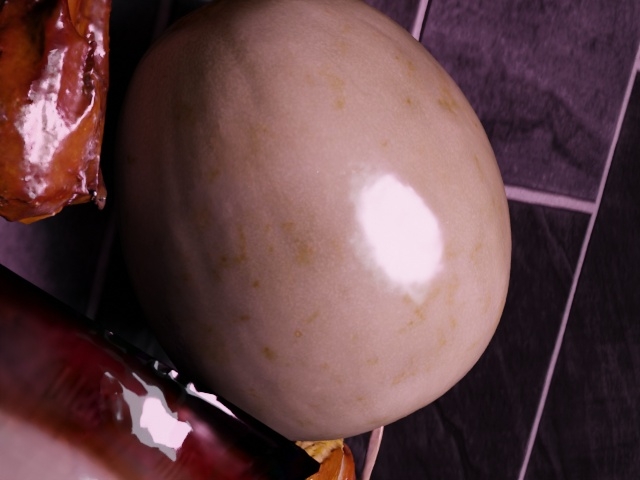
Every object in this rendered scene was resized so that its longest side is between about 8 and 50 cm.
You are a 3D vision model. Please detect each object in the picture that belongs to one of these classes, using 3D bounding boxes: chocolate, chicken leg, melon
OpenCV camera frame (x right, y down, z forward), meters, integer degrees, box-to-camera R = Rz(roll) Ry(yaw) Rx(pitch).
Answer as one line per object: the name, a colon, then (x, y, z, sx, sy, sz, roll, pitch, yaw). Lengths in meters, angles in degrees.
chocolate: (-0.166, 0.123, 0.791, 0.186, 0.283, 0.283, -59, 144, -6)
chicken leg: (-0.147, -0.159, 0.847, 0.113, 0.093, 0.304, 25, 76, -72)
melon: (-0.005, -0.013, 0.947, 0.272, 0.272, 0.308, -52, 146, -26)

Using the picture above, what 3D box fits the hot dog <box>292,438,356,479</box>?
hot dog: (-0.026, 0.218, 1.168, 0.123, 0.093, 0.261, -56, 158, -34)
